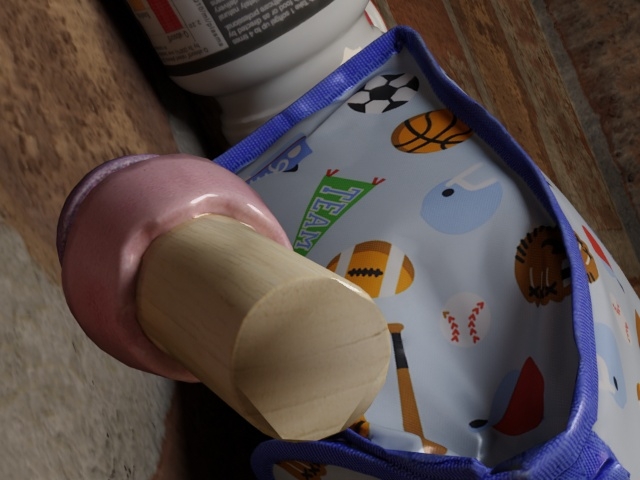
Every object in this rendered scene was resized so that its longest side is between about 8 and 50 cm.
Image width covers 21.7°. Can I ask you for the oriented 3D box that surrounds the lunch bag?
[{"bbox_3d":[0.104,0.112,0.984,0.328,0.239,0.385,52,0,-37],"label":"lunch bag"}]

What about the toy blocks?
[{"bbox_3d":[-0.127,0.143,0.506,0.260,0.309,0.288,28,-42,65],"label":"toy blocks"}]

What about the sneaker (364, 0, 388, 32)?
[{"bbox_3d":[-0.030,-0.195,1.351,0.221,0.087,0.128,54,27,1],"label":"sneaker"}]

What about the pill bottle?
[{"bbox_3d":[-0.062,-0.196,1.104,0.278,0.162,0.162,61,19,-20],"label":"pill bottle"}]
